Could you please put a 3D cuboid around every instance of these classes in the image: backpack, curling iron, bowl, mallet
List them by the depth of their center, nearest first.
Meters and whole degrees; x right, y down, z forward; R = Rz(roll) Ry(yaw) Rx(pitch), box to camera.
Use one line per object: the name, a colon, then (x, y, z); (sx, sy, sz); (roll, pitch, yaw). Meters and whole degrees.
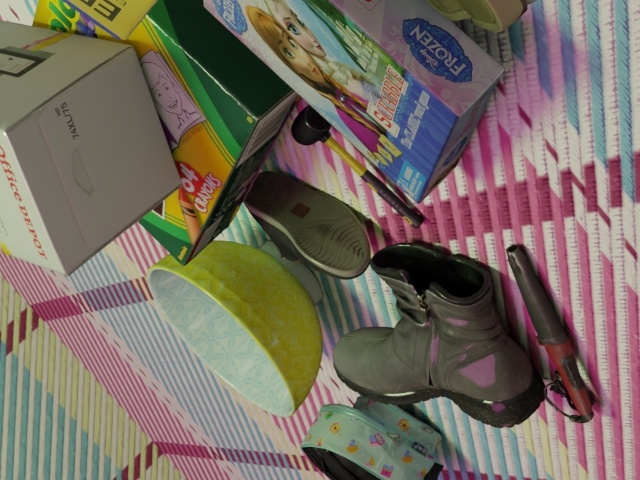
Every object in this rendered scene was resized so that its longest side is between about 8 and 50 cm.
curling iron: (0.250, 0.110, 1.728); (0.068, 0.035, 0.274); (24, 151, 45)
mallet: (0.041, -0.081, 1.781); (0.190, 0.039, 0.062); (46, 159, -11)
bowl: (-0.089, 0.094, 2.187); (0.289, 0.156, 0.289); (39, 159, 18)
backpack: (0.073, 0.304, 2.273); (0.188, 0.144, 0.166); (26, 166, -15)

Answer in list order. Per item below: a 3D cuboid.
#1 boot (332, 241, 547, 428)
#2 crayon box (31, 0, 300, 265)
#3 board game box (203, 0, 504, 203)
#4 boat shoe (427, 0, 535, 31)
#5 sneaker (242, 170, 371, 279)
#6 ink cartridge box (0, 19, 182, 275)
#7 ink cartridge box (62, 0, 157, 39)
boot: (0.113, 0.092, 1.887); (0.338, 0.118, 0.223); (4, 133, 46)
crayon box: (-0.204, -0.180, 1.863); (0.313, 0.106, 0.363); (43, 147, 6)
board game box: (0.016, -0.197, 1.488); (0.318, 0.066, 0.319); (43, 169, 7)
boat shoe: (0.120, -0.240, 1.217); (0.113, 0.103, 0.302); (50, -179, -25)
sneaker: (0.000, 0.000, 1.966); (0.222, 0.083, 0.118); (39, 167, 40)
ink cartridge box: (-0.340, -0.115, 1.808); (0.270, 0.197, 0.198); (16, 135, 41)
ink cartridge box: (-0.249, -0.297, 1.274); (0.303, 0.072, 0.307); (34, 146, -12)
